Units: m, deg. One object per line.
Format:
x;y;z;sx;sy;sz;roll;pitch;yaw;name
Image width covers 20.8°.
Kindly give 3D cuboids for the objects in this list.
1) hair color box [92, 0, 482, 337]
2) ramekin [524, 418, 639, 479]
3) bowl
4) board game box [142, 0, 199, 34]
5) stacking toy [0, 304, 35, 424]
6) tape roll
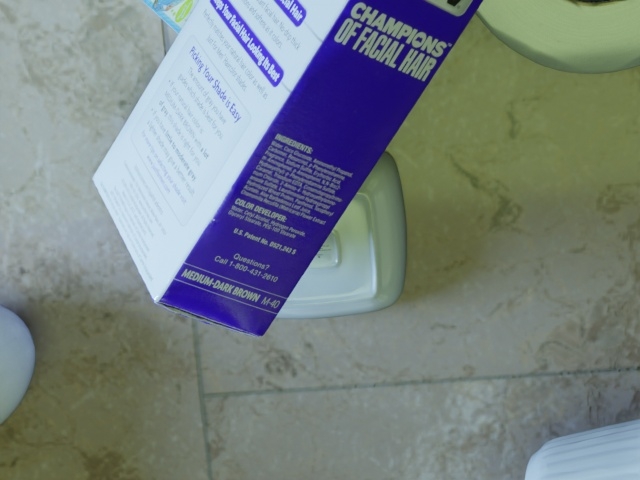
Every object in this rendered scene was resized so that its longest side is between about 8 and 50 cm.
-0.025;-0.120;1.288;0.110;0.185;0.339;19;112;-33;hair color box
0.240;0.272;1.390;0.127;0.273;0.273;-6;107;15;ramekin
0.000;0.000;1.412;0.142;0.053;0.142;-4;107;1;bowl
-0.080;-0.237;1.353;0.103;0.026;0.154;42;103;-11;board game box
-0.451;0.179;1.389;0.480;0.350;0.350;-30;105;-10;stacking toy
0.206;-0.241;1.325;0.219;0.072;0.219;0;108;1;tape roll
